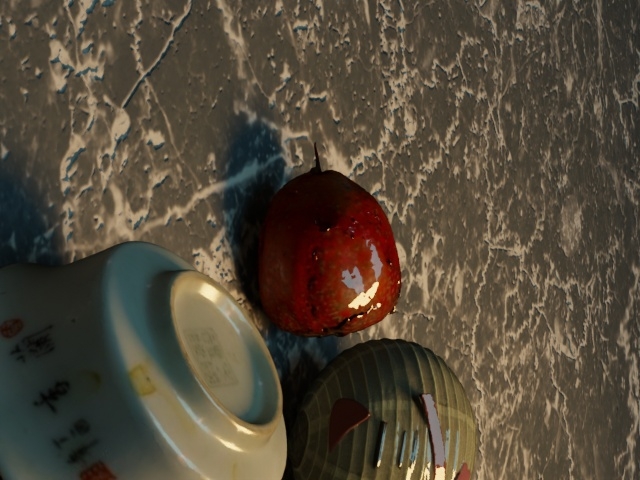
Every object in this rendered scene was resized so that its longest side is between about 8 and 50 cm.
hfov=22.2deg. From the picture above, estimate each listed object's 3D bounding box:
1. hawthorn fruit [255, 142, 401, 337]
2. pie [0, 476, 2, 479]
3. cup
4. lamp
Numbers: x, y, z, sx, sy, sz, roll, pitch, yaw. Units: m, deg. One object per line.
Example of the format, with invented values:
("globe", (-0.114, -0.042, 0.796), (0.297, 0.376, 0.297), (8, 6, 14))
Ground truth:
("hawthorn fruit", (0.000, 0.000, 1.907), (0.181, 0.181, 0.235), (3, 72, -60))
("pie", (-0.256, 0.230, 1.510), (0.277, 0.078, 0.277), (4, 86, -62))
("cup", (-0.146, 0.138, 1.485), (0.347, 0.163, 0.347), (49, 22, -28))
("lamp", (0.070, 0.250, 1.944), (0.233, 0.233, 0.265), (-8, 108, -60))
